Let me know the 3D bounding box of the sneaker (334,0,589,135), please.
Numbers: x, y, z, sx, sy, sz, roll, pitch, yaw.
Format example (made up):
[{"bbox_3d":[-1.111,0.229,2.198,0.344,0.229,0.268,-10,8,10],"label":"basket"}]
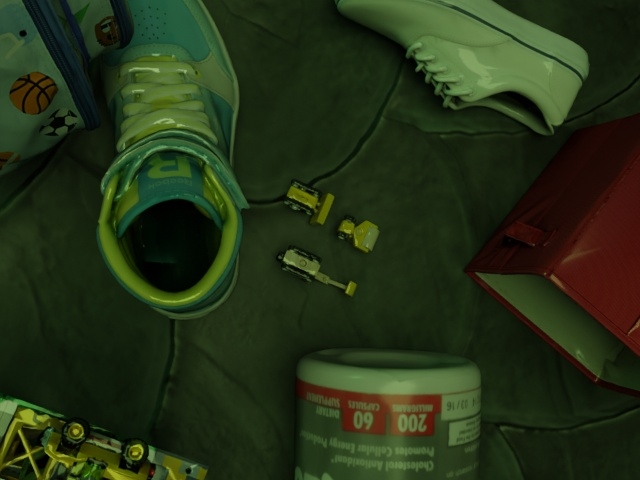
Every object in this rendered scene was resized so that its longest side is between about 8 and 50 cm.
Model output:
[{"bbox_3d":[0.130,-0.173,0.693,0.258,0.094,0.091,18,82,-8],"label":"sneaker"}]

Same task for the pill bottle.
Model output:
[{"bbox_3d":[0.055,0.242,0.641,0.161,0.161,0.283,2,88,-8],"label":"pill bottle"}]

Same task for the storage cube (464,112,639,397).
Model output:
[{"bbox_3d":[0.283,0.013,0.668,0.215,0.183,0.193,41,83,-6],"label":"storage cube"}]

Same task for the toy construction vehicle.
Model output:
[{"bbox_3d":[0.000,0.000,0.706,0.098,0.035,0.086,23,75,-10],"label":"toy construction vehicle"}]

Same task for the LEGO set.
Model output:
[{"bbox_3d":[-0.217,0.223,0.528,0.255,0.331,0.192,27,68,-21],"label":"LEGO set"}]

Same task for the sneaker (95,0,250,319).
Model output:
[{"bbox_3d":[-0.119,-0.091,0.598,0.127,0.208,0.319,-10,90,-7],"label":"sneaker"}]

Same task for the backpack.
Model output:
[{"bbox_3d":[-0.251,-0.172,0.508,0.213,0.276,0.263,-31,55,-7],"label":"backpack"}]
